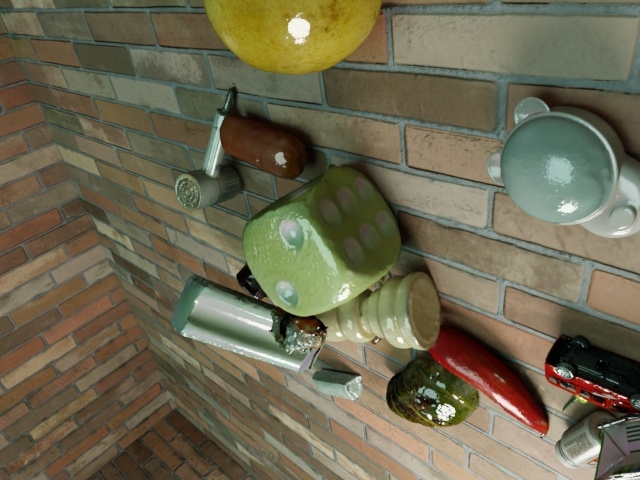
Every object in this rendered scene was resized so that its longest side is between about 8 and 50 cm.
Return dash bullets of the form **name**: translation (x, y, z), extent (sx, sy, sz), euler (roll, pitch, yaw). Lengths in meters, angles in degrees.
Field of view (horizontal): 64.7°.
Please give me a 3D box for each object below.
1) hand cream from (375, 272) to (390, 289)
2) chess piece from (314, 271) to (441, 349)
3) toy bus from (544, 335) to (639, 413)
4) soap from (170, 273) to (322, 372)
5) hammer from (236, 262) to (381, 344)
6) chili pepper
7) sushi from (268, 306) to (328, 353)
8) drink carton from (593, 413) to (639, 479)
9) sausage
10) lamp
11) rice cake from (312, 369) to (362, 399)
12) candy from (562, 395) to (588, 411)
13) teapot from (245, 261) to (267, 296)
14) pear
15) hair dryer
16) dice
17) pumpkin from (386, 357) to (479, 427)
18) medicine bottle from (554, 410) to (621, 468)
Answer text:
- **hand cream**: translation (0.153, 0.101, 1.241), extent (0.057, 0.037, 0.165), euler (-1, 112, 50)
- **chess piece**: translation (0.108, 0.167, 1.167), extent (0.299, 0.167, 0.167), euler (-9, 113, 36)
- **toy bus**: translation (0.510, 0.250, 0.904), extent (0.195, 0.081, 0.089), euler (19, 142, 39)
- **soap**: translation (-0.179, 0.242, 1.424), extent (0.446, 0.156, 0.261), euler (24, 171, -25)
- **hammer**: translation (0.007, 0.131, 1.323), extent (0.408, 0.242, 0.095), euler (39, -179, -3)
- **chili pepper**: translation (0.352, 0.300, 1.125), extent (0.368, 0.092, 0.137), euler (42, 159, 22)
- **sushi**: translation (-0.058, 0.208, 1.181), extent (0.226, 0.103, 0.097), euler (22, 139, 62)
- **drink carton**: translation (0.611, 0.399, 0.824), extent (0.271, 0.108, 0.161), euler (30, 146, -1)
- **sausage**: translation (-0.134, -0.225, 1.227), extent (0.259, 0.113, 0.114), euler (28, 138, 34)
- **lamp**: translation (0.369, -0.092, 0.751), extent (0.246, 0.108, 0.180), euler (39, 147, 20)
- **rice cake**: translation (0.055, 0.464, 1.630), extent (0.206, 0.063, 0.069), euler (-5, 117, 52)
- **candy**: translation (0.508, 0.320, 1.011), extent (0.035, 0.035, 0.123), euler (41, 151, 24)
- **teapot**: translation (-0.149, 0.067, 1.480), extent (0.252, 0.135, 0.178), euler (114, 148, -57)
- **pear**: translation (-0.044, -0.417, 0.797), extent (0.314, 0.314, 0.314), euler (30, 139, 30)
- **hair dryer**: translation (-0.269, -0.251, 1.362), extent (0.107, 0.173, 0.357), euler (35, 122, 18)
- **dice**: translation (0.000, 0.000, 1.102), extent (0.249, 0.252, 0.254), euler (-29, 98, 42)
- **pumpkin**: translation (0.245, 0.372, 1.272), extent (0.278, 0.111, 0.163), euler (9, 133, 45)
- **medicine bottle**: translation (0.531, 0.402, 1.004), extent (0.079, 0.079, 0.140), euler (40, 143, 19)
